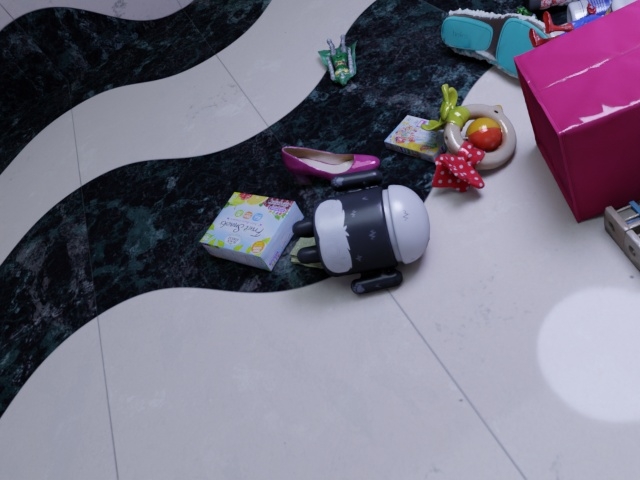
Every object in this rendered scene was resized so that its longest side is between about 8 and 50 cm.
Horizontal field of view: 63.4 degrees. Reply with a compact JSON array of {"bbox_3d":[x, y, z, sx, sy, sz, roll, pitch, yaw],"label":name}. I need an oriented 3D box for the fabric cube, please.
[{"bbox_3d":[0.545,-0.238,0.959,0.258,0.254,0.259,-22,47,20],"label":"fabric cube"}]

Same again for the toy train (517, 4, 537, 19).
[{"bbox_3d":[0.578,-0.637,1.451,0.017,0.023,0.083,-28,45,4],"label":"toy train"}]

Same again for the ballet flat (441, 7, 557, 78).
[{"bbox_3d":[0.487,-0.522,1.338,0.147,0.147,0.409,-37,46,-5],"label":"ballet flat"}]

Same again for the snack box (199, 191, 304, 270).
[{"bbox_3d":[-0.172,-0.027,1.300,0.207,0.070,0.174,12,59,36],"label":"snack box"}]

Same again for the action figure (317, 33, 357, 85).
[{"bbox_3d":[0.063,-0.565,1.640,0.137,0.063,0.232,-16,51,11],"label":"action figure"}]

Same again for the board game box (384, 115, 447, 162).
[{"bbox_3d":[0.251,-0.257,1.301,0.154,0.026,0.103,27,68,40],"label":"board game box"}]

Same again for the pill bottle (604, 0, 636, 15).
[{"bbox_3d":[0.628,-0.405,1.086,0.117,0.215,0.117,-1,60,1],"label":"pill bottle"}]

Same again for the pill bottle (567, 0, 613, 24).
[{"bbox_3d":[0.702,-0.540,1.243,0.187,0.112,0.112,-10,49,21],"label":"pill bottle"}]

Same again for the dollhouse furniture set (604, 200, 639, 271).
[{"bbox_3d":[0.568,-0.060,0.858,0.129,0.183,0.129,-24,46,8],"label":"dollhouse furniture set"}]

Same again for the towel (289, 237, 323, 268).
[{"bbox_3d":[0.000,0.000,1.217,0.110,0.027,0.148,12,61,36],"label":"towel"}]

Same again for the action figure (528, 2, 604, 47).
[{"bbox_3d":[0.608,-0.511,1.153,0.280,0.091,0.139,-4,80,-9],"label":"action figure"}]

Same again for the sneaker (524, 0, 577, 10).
[{"bbox_3d":[0.648,-0.735,1.459,0.145,0.090,0.270,-2,47,14],"label":"sneaker"}]

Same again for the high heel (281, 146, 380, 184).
[{"bbox_3d":[0.023,-0.207,1.315,0.244,0.117,0.082,-1,53,28],"label":"high heel"}]

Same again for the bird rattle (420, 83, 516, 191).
[{"bbox_3d":[0.340,-0.229,1.155,0.207,0.143,0.253,-8,60,-7],"label":"bird rattle"}]

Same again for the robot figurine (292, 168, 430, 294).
[{"bbox_3d":[0.088,-0.018,1.083,0.278,0.209,0.173,-11,35,13],"label":"robot figurine"}]
